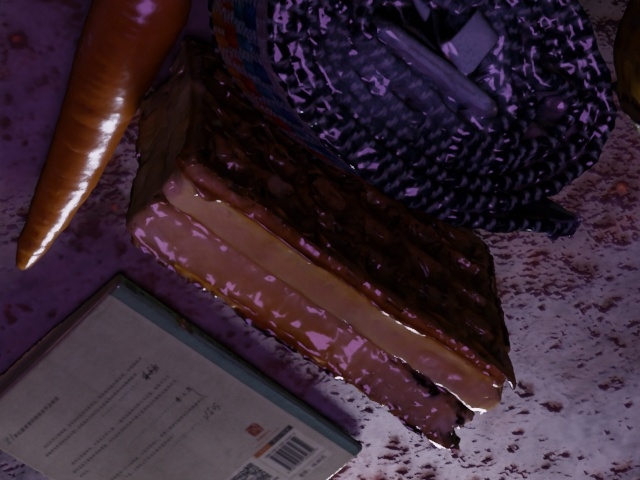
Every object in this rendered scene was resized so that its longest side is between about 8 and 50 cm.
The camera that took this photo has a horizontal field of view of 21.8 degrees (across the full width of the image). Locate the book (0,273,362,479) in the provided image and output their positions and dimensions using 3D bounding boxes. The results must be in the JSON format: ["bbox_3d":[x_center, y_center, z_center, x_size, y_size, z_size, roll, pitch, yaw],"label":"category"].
[{"bbox_3d":[-0.135,0.169,1.446,0.215,0.025,0.282,-40,117,22],"label":"book"}]

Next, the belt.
[{"bbox_3d":[0.065,-0.135,1.150,0.295,0.160,0.207,29,93,-30],"label":"belt"}]

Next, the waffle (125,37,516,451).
[{"bbox_3d":[0.001,-0.001,1.219,0.308,0.213,0.091,34,114,-21],"label":"waffle"}]

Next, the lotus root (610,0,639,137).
[{"bbox_3d":[0.352,-0.211,1.089,0.196,0.179,0.397,30,105,-41],"label":"lotus root"}]

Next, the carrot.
[{"bbox_3d":[-0.165,-0.097,1.239,0.069,0.069,0.336,19,125,-14],"label":"carrot"}]
